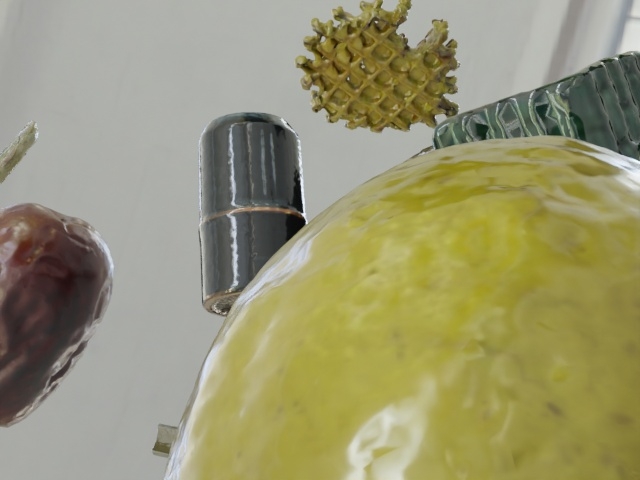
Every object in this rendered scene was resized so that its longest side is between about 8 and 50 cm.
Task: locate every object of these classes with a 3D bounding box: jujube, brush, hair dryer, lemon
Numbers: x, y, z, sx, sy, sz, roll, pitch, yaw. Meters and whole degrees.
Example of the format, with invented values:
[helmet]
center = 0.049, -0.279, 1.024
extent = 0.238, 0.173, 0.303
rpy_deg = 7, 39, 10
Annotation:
[jujube]
center = -0.432, 0.104, 1.789
extent = 0.223, 0.223, 0.318
rpy_deg = 23, -87, -56
[brush]
center = -0.128, 0.252, 1.484
extent = 0.036, 0.248, 0.043
rpy_deg = 31, -110, -32
[hair dryer]
center = 0.000, 0.000, 1.319
extent = 0.352, 0.107, 0.189
rpy_deg = 22, -120, -55
[lemon]
center = 0.073, 0.094, 0.497
extent = 0.285, 0.285, 0.316
rpy_deg = 39, -127, -53

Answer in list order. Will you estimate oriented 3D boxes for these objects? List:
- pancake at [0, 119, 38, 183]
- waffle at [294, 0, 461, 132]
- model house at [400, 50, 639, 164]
[pancake]
center = -0.409, -0.092, 1.580
extent = 0.028, 0.158, 0.158
rpy_deg = 46, -119, -17
[waffle]
center = 0.084, -0.241, 1.779
extent = 0.051, 0.231, 0.229
rpy_deg = -89, -12, -44
[model house]
center = 0.314, 0.047, 1.261
extent = 0.400, 0.395, 0.446
rpy_deg = 154, 97, -85
